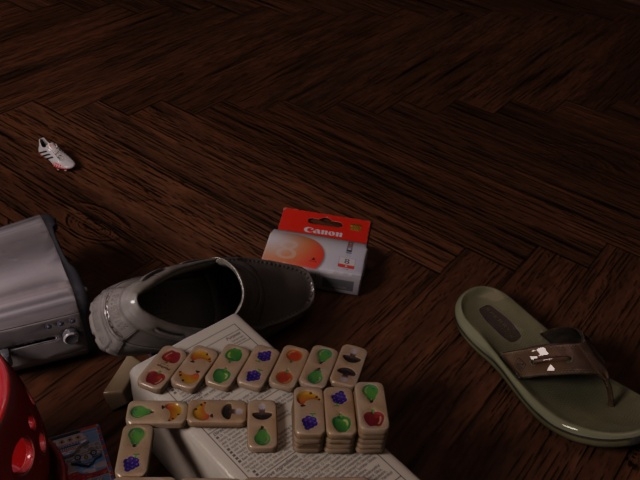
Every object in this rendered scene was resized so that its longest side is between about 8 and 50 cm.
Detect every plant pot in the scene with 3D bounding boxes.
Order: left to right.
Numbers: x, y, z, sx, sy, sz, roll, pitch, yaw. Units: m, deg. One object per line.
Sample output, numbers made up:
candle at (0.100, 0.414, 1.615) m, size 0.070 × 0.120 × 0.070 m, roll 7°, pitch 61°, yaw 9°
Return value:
plant pot at (-0.343, 0.216, 0.721) m, size 0.191 × 0.174 × 0.191 m, roll -7°, pitch 40°, yaw 6°

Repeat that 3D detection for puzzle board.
puzzle board at (-0.291, 0.249, 0.834) m, size 0.128 × 0.011 × 0.096 m, roll -13°, pitch 42°, yaw -22°

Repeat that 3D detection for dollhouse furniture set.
dollhouse furniture set at (-0.253, 0.135, 0.938) m, size 0.081 × 0.091 × 0.114 m, roll 2°, pitch 39°, yaw 20°

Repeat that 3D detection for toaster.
toaster at (-0.377, 0.062, 0.967) m, size 0.146 × 0.129 × 0.227 m, roll -17°, pitch 45°, yaw -23°

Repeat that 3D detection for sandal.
sandal at (0.284, 0.144, 0.975) m, size 0.120 × 0.086 × 0.303 m, roll -23°, pitch 46°, yaw -31°

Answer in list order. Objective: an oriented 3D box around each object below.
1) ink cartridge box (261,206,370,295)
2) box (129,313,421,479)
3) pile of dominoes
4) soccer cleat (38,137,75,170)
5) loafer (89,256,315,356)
ink cartridge box at (0.000, 0.000, 1.159) m, size 0.145 × 0.045 × 0.179 m, roll 9°, pitch 41°, yaw 4°
box at (-0.050, 0.227, 0.801) m, size 0.148 × 0.121 × 0.311 m, roll -26°, pitch 48°, yaw -33°
pile of dominoes at (-0.064, 0.162, 0.751) m, size 0.251 × 0.040 × 0.196 m, roll 1°, pitch 39°, yaw -5°
soccer cleat at (-0.437, -0.142, 1.289) m, size 0.083 × 0.035 × 0.029 m, roll 30°, pitch 44°, yaw 28°
loafer at (-0.116, 0.074, 0.939) m, size 0.319 × 0.111 × 0.112 m, roll -10°, pitch 77°, yaw -46°
